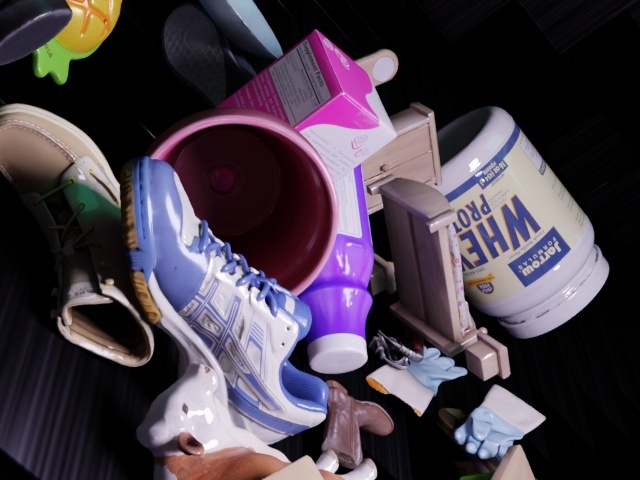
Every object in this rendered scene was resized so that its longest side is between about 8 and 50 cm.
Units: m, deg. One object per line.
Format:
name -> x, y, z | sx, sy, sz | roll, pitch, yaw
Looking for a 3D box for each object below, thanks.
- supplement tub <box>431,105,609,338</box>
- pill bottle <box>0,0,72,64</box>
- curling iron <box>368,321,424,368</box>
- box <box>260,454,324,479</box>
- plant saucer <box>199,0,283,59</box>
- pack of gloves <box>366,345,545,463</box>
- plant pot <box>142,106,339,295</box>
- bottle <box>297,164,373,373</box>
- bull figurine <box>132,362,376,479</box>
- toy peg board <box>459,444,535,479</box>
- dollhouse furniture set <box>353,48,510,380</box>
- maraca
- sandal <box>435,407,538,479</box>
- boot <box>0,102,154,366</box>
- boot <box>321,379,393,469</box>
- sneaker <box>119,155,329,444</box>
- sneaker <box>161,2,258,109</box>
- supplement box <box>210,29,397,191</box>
supplement tub -> 0.289, -0.027, 2.113 | 0.325, 0.235, 0.235 | 50, 20, -14
pill bottle -> -0.328, -0.279, 1.223 | 0.219, 0.123, 0.123 | 56, 19, 2
curling iron -> 0.112, 0.108, 1.750 | 0.068, 0.035, 0.274 | 26, 18, 1
box -> -0.049, 0.271, 0.960 | 0.201, 0.021, 0.164 | -23, 76, -32
plant saucer -> -0.117, -0.293, 1.623 | 0.195, 0.037, 0.195 | 53, 11, -15
pack of gloves -> 0.169, 0.216, 1.673 | 0.195, 0.046, 0.232 | 35, 20, 14
plant pot -> -0.091, -0.044, 1.328 | 0.201, 0.201, 0.180 | 50, 5, -16
bottle -> 0.006, 0.014, 1.532 | 0.092, 0.118, 0.283 | 13, 55, -31
bull figurine -> -0.033, 0.245, 1.059 | 0.188, 0.101, 0.310 | -7, 67, -32
toy peg board -> 0.201, 0.348, 1.512 | 0.161, 0.079, 0.161 | -45, 115, -55
dollhouse furniture set -> 0.153, -0.053, 1.637 | 0.355, 0.174, 0.303 | 37, -34, 50
maraca -> -0.266, -0.243, 1.361 | 0.127, 0.099, 0.186 | 60, 34, -34
sandal -> 0.213, 0.290, 1.659 | 0.090, 0.060, 0.219 | 9, 29, -47
boot -> -0.212, -0.004, 1.118 | 0.213, 0.077, 0.165 | 50, 20, -35
boot -> 0.041, 0.214, 1.422 | 0.106, 0.037, 0.114 | 33, 23, -21
sneaker -> -0.078, 0.048, 1.131 | 0.112, 0.131, 0.296 | -91, 164, -58
sneaker -> -0.108, -0.192, 1.679 | 0.226, 0.086, 0.163 | 55, 8, 26
supplement box -> -0.042, -0.114, 1.486 | 0.111, 0.220, 0.114 | 34, 28, -47
